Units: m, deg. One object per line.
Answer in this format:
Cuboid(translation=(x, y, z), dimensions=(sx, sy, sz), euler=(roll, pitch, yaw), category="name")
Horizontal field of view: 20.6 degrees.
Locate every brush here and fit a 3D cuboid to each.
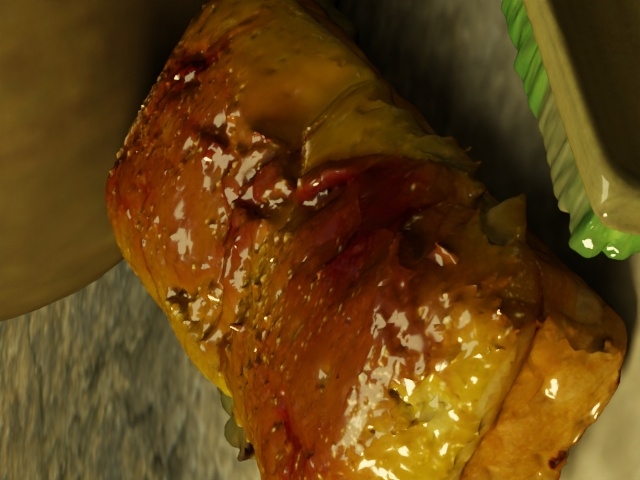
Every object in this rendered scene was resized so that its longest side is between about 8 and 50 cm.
Cuboid(translation=(0.074, -0.105, 0.540), dimensions=(0.048, 0.054, 0.282), euler=(102, 163, -49), category="brush")

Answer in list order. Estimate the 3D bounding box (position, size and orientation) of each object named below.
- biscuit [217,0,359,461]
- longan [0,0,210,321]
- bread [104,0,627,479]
Cuboid(translation=(-0.025, -0.042, 0.802), dimensions=(0.273, 0.036, 0.187), euler=(-111, 34, -53), category="biscuit")
Cuboid(translation=(-0.185, -0.136, 0.781), dimensions=(0.361, 0.361, 0.361), euler=(-172, 90, -70), category="longan")
Cuboid(translation=(0.002, 0.001, 0.613), dimensions=(0.139, 0.077, 0.271), euler=(-63, 32, 19), category="bread")
